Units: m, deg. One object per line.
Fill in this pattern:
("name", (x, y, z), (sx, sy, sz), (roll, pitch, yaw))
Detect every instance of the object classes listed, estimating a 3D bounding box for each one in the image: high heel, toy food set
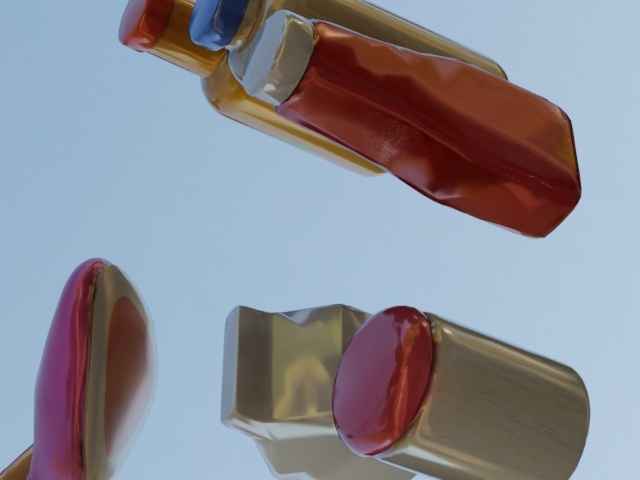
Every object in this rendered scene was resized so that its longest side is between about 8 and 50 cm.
("high heel", (-0.228, 0.155, 1.241), (0.127, 0.181, 0.377), (-53, -24, -54))
("toy food set", (0.000, 0.000, 0.459), (0.104, 0.111, 0.232), (22, -135, -23))
